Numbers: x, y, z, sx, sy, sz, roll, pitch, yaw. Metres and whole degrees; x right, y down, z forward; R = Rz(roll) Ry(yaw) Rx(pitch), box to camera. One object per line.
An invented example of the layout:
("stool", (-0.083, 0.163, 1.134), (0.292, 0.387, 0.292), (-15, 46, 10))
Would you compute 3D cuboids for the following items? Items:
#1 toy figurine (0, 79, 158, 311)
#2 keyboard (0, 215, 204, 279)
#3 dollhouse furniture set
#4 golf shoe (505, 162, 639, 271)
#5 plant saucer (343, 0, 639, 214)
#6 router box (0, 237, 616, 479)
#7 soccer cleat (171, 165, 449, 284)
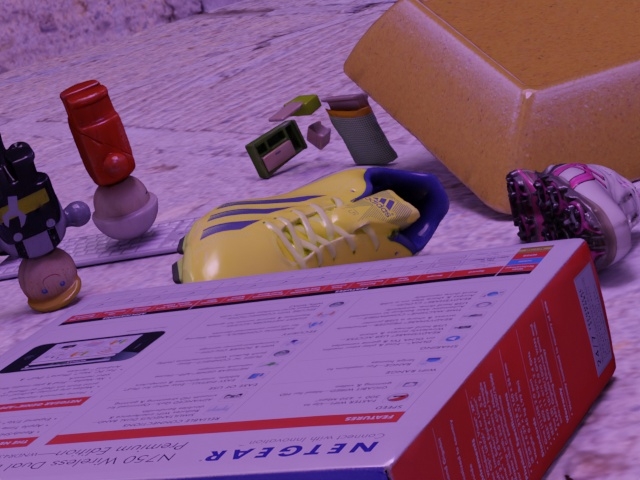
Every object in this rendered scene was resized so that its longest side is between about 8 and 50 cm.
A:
("toy figurine", (-0.266, -0.028, 1.539), (0.213, 0.148, 0.209), (-6, 27, 24))
("keyboard", (-0.171, 0.003, 1.598), (0.256, 0.014, 0.072), (-9, 14, 20))
("dollhouse furniture set", (-0.005, -0.095, 1.724), (0.058, 0.076, 0.151), (-38, 23, -31))
("golf shoe", (0.187, -0.025, 1.238), (0.086, 0.067, 0.186), (-13, 13, -5))
("plant saucer", (0.225, -0.166, 1.538), (0.332, 0.081, 0.333), (-18, 32, -16))
("router box", (-0.051, 0.099, 0.937), (0.335, 0.082, 0.301), (-7, 15, 27))
("soccer cleat", (0.000, -0.001, 1.222), (0.121, 0.093, 0.289), (-22, 2, 27))
